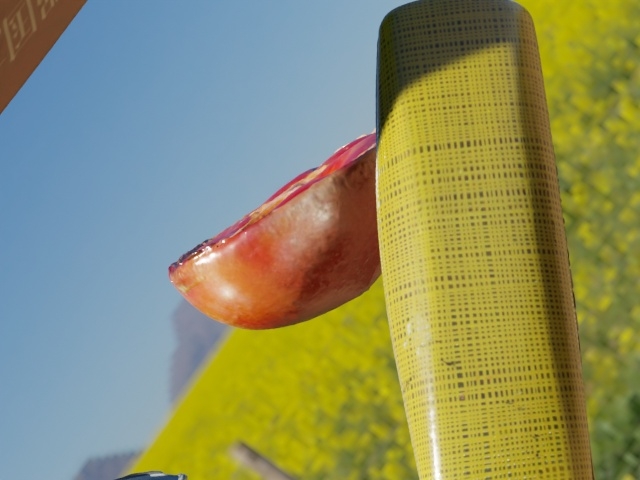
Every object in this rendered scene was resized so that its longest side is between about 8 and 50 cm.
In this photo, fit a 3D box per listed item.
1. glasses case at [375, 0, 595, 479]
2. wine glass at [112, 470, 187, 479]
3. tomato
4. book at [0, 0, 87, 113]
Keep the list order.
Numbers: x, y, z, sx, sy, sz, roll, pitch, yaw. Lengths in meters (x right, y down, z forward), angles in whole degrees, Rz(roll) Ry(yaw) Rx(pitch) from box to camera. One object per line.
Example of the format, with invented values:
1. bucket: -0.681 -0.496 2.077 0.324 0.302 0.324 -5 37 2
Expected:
1. glasses case: 0.064 0.007 0.813 0.064 0.079 0.234 83 -178 -70
2. wine glass: -0.174 0.342 2.066 0.122 0.122 0.183 -51 -45 -78
3. tomato: 0.000 0.000 1.024 0.155 0.069 0.155 -34 4 3
4. book: -0.200 -0.213 1.004 0.374 0.028 0.262 84 -153 -47
